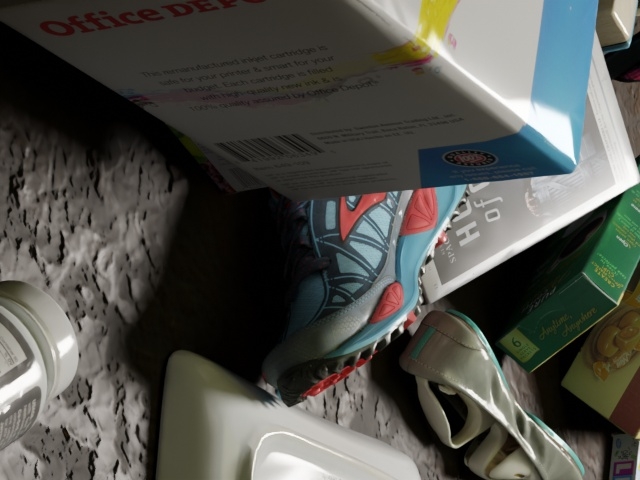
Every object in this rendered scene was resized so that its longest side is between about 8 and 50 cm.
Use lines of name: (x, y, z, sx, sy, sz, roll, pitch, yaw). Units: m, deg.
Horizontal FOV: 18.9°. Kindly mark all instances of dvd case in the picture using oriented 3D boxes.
dvd case: (0.127, -0.081, 1.409, 0.238, 0.029, 0.179, -28, 106, -35)

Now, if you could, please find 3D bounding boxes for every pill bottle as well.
pill bottle: (-0.180, 0.073, 0.915, 0.137, 0.078, 0.078, -36, 112, -55)

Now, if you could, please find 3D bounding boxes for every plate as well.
plate: (-0.007, 0.231, 1.176, 0.277, 0.045, 0.278, 31, 56, -50)

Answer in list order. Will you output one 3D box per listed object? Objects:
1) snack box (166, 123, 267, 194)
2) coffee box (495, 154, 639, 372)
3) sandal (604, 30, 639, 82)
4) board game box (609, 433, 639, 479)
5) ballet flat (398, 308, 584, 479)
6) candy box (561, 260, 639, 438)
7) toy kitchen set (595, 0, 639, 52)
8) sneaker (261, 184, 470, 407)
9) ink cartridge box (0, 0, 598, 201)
snack box: (-0.063, -0.160, 1.170, 0.207, 0.070, 0.174, 49, 45, -37)
coffee box: (0.210, 0.015, 1.511, 0.040, 0.113, 0.184, 42, 40, -6)
sandal: (0.266, -0.149, 1.589, 0.040, 0.179, 0.067, 57, 15, -5)
board game box: (0.290, 0.246, 1.656, 0.154, 0.026, 0.103, 44, 47, -43)
ballet flat: (0.120, 0.134, 1.398, 0.068, 0.072, 0.213, -51, 128, -17)
candy box: (0.349, 0.079, 1.656, 0.316, 0.087, 0.183, 12, 109, -55)
toy kitchen set: (0.234, -0.198, 1.599, 0.166, 0.122, 0.207, 50, 43, -39)
sneaker: (0.000, 0.000, 1.222, 0.125, 0.104, 0.262, 45, 34, -12)
ink cartridge box: (-0.002, -0.163, 1.022, 0.270, 0.198, 0.197, 31, 62, -49)
